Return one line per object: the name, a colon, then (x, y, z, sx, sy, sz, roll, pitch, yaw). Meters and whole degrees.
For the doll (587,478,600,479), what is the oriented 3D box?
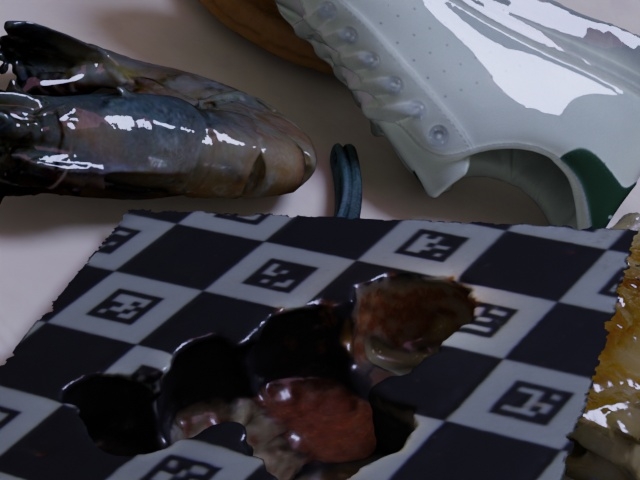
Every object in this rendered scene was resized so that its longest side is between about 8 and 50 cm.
doll: (0.115, 0.154, 1.102, 0.143, 0.057, 0.099, 10, 62, -29)

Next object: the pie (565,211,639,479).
pie: (0.199, 0.064, 1.251, 0.128, 0.068, 0.282, 33, 36, 10)

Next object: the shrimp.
shrimp: (-0.138, -0.086, 1.246, 0.289, 0.075, 0.178, -4, 31, -32)

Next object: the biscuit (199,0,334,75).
biscuit: (0.027, -0.196, 1.508, 0.288, 0.044, 0.202, -14, 51, -43)

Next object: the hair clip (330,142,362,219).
hair clip: (0.000, 0.000, 1.254, 0.070, 0.039, 0.229, 21, 31, 5)

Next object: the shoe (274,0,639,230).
shoe: (0.061, -0.114, 1.345, 0.363, 0.132, 0.160, 24, 75, -7)

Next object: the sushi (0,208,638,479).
sushi: (-0.015, 0.095, 1.031, 0.320, 0.069, 0.339, 2, 29, 17)
